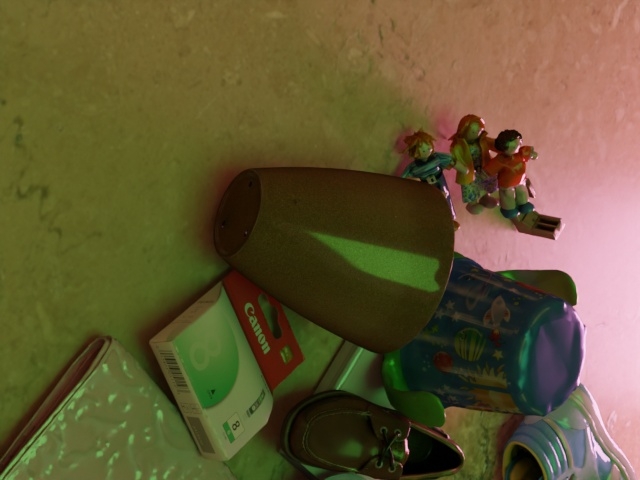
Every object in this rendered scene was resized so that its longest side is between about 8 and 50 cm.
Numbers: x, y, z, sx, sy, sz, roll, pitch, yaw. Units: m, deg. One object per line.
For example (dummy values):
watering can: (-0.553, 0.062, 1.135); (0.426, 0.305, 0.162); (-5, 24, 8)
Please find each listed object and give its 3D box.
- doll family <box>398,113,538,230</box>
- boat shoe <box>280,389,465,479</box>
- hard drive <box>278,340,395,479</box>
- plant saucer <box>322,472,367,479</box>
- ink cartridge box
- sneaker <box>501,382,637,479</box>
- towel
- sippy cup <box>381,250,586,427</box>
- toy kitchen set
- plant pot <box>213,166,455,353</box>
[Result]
doll family: (0.185, -0.093, 1.953); (0.263, 0.118, 0.163); (-26, 124, -18)
boat shoe: (0.082, 0.276, 1.862); (0.307, 0.104, 0.110); (11, 91, -45)
hard drive: (0.081, 0.228, 1.955); (0.203, 0.040, 0.307); (48, 66, -39)
plant saucer: (0.016, 0.421, 1.875); (0.195, 0.037, 0.194); (0, 90, -41)
ink cartridge box: (-0.100, 0.144, 1.715); (0.225, 0.056, 0.181); (-40, 117, -39)
sneaker: (0.406, 0.399, 2.249); (0.208, 0.127, 0.319); (-47, 118, -29)
towel: (-0.266, 0.333, 1.635); (0.317, 0.053, 0.332); (-51, 129, -22)
sippy cup: (0.245, 0.147, 1.911); (0.240, 0.224, 0.305); (35, 74, -42)
toy kitchen set: (0.342, -0.058, 2.117); (0.068, 0.075, 0.083); (-56, 135, -21)
plant pot: (0.000, 0.000, 1.723); (0.254, 0.237, 0.237); (19, 86, -29)
